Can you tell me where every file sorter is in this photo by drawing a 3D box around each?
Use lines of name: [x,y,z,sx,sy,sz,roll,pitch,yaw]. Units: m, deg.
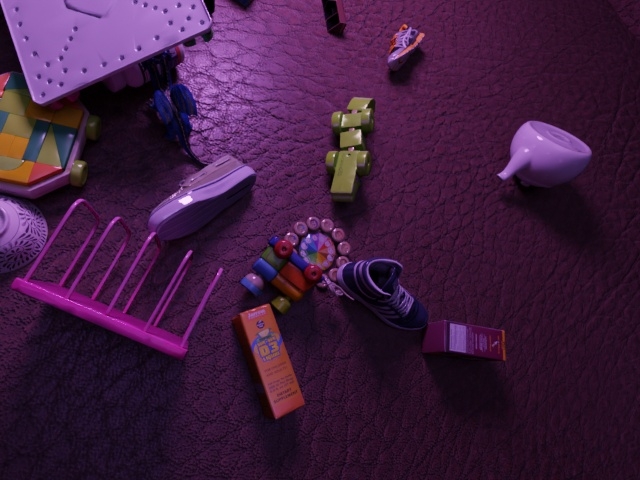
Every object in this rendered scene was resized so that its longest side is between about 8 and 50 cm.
file sorter: [-0.354,0.075,0.789,0.290,0.202,0.182,27,74,-11]

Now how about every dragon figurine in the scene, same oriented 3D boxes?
dragon figurine: [-0.339,-0.305,0.955,0.085,0.144,0.289,-26,92,-23]

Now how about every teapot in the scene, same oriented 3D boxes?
teapot: [0.725,-0.258,1.346,0.256,0.187,0.252,24,38,5]

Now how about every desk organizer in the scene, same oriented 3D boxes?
desk organizer: [0.042,-0.720,1.295,0.050,0.047,0.130,-4,75,-20]

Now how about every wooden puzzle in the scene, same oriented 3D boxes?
wooden puzzle: [0.000,0.000,1.071,0.116,0.014,0.079,5,76,-20]

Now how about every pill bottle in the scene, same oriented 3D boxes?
pill bottle: [-0.434,-0.436,0.985,0.108,0.108,0.193,47,63,-2]

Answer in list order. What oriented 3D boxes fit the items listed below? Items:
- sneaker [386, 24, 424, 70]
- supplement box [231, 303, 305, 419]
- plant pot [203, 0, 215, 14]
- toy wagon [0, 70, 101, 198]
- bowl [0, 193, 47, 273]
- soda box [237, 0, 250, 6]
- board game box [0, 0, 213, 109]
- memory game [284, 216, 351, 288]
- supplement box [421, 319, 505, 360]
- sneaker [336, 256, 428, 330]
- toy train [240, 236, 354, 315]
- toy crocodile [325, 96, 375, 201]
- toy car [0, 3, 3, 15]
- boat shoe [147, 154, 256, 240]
sneaker: [0.259,-0.626,1.336,0.083,0.084,0.215,38,55,-3]
supplement box: [-0.117,0.263,0.906,0.078,0.080,0.234,-17,78,-27]
plant pot: [-0.394,-0.693,1.052,0.187,0.188,0.167,-32,75,-26]
toy wagon: [-0.619,-0.258,0.870,0.267,0.068,0.345,11,67,-18]
bowl: [-0.633,-0.025,0.794,0.170,0.080,0.170,7,71,-20]
soda box: [-0.273,-0.759,1.178,0.183,0.058,0.063,30,65,-10]
board game box: [-0.464,-0.514,0.873,0.389,0.050,0.390,-24,79,0]
memory game: [-0.006,0.030,1.047,0.186,0.012,0.186,4,79,-20]
supplement box: [0.373,0.266,1.081,0.188,0.104,0.081,12,70,-17]
sneaker: [0.185,0.136,1.015,0.282,0.153,0.099,33,65,-14]
toy train: [-0.054,0.117,0.960,0.248,0.105,0.143,41,82,-9]
toy crocodile: [0.091,-0.258,1.143,0.115,0.105,0.341,0,69,23]
toy car: [-0.720,-0.580,0.950,0.239,0.053,0.225,36,65,-7]
boat shoe: [-0.277,-0.102,0.944,0.094,0.109,0.302,38,46,12]
